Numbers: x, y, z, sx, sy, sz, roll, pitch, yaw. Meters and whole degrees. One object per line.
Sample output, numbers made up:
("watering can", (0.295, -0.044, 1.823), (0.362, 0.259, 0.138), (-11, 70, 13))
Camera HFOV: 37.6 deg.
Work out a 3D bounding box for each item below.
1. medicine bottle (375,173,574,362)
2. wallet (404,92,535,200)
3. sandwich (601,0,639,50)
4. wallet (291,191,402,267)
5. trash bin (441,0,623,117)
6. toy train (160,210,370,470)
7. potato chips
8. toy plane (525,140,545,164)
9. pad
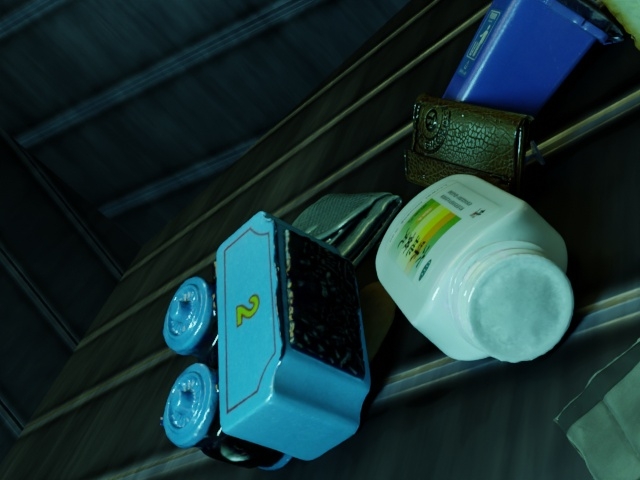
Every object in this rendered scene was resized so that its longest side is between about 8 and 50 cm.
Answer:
("medicine bottle", (0.168, 0.030, 1.048), (0.179, 0.124, 0.324), (-46, 16, 5))
("wallet", (0.193, -0.120, 1.272), (0.243, 0.039, 0.133), (30, 118, 59))
("sandwich", (0.421, -0.328, 0.964), (0.131, 0.262, 0.325), (-52, 16, -22))
("wallet", (0.000, 0.000, 1.686), (0.237, 0.075, 0.342), (-48, 14, -11))
("trash bin", (0.297, -0.262, 1.370), (0.235, 0.184, 0.162), (-58, 10, 12))
("toy train", (-0.071, 0.131, 1.217), (0.265, 0.188, 0.300), (-40, 40, 33))
("potato chips", (0.038, 0.134, 1.291), (0.202, 0.049, 0.150), (-59, 13, -18))
("toy plane", (0.240, -0.094, 1.306), (0.062, 0.054, 0.167), (-27, 2, -32))
("pad", (0.289, 0.099, 0.731), (0.233, 0.022, 0.174), (-46, 15, 10))
